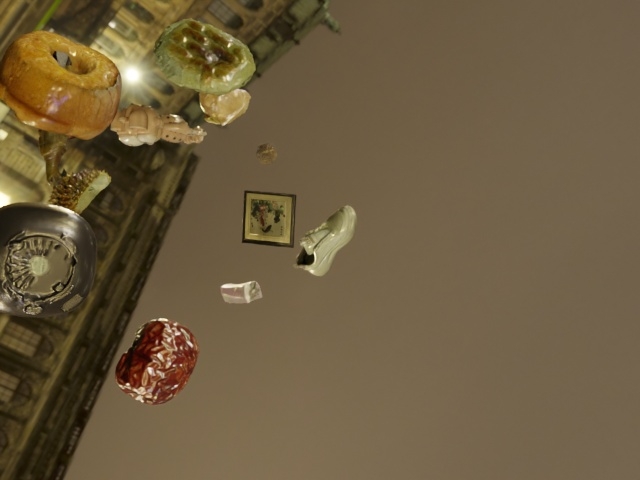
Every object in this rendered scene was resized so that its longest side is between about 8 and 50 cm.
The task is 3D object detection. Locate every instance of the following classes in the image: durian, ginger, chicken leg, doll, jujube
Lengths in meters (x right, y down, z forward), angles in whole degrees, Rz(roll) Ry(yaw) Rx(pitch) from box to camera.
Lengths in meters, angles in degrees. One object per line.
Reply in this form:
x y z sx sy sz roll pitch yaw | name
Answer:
-0.196 -0.313 2.368 0.091 0.080 0.080 88 23 -64 | durian
-0.305 -0.460 2.057 0.115 0.122 0.193 9 -140 29 | ginger
-0.831 -0.172 2.263 0.145 0.139 0.252 4 -128 28 | durian
-0.857 -0.280 2.083 0.103 0.088 0.227 7 -83 36 | chicken leg
-0.477 -0.334 1.933 0.154 0.278 0.119 2 -91 49 | doll
-0.452 0.340 1.829 0.213 0.213 0.232 -21 -141 47 | jujube

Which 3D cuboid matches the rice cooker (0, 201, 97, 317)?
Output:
-0.610 0.042 1.391 0.267 0.267 0.224 -58 -150 -7 | rice cooker

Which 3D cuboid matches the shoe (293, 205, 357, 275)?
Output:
0.000 0.000 2.373 0.124 0.159 0.316 54 -53 40 | shoe

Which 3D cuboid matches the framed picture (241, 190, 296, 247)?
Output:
-0.184 -0.076 2.310 0.010 0.200 0.195 -42 137 -73 | framed picture

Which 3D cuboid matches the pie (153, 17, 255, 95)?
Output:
-0.322 -0.514 1.815 0.071 0.307 0.306 113 -9 -51 | pie

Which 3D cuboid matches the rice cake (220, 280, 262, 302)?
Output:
-0.283 0.185 2.266 0.056 0.072 0.365 -18 -177 -22 | rice cake

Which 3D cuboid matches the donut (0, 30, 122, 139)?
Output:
-0.613 -0.371 1.542 0.317 0.299 0.150 45 -63 27 | donut

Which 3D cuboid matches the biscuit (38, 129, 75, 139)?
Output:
-0.881 -0.405 2.283 0.221 0.066 0.220 -14 -150 8 | biscuit
